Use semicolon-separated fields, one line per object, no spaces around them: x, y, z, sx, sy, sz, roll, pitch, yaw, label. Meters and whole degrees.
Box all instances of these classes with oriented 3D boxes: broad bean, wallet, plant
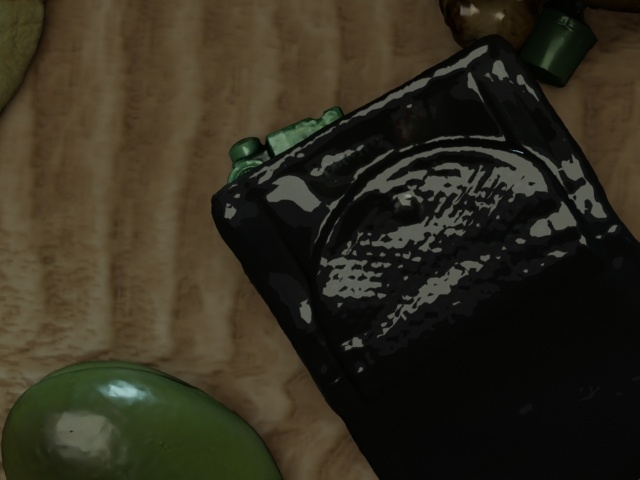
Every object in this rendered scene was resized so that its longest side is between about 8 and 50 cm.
-0.115;0.199;1.400;0.189;0.121;0.263;-27;99;-2;broad bean
0.106;0.047;1.349;0.247;0.041;0.323;-30;101;11;wallet
0.180;-0.162;1.420;0.051;0.051;0.102;26;83;6;plant

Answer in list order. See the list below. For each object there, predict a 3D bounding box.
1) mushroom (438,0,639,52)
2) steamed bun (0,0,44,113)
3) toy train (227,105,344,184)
0.182;-0.308;1.330;0.239;0.345;0.345;-3;84;48;mushroom
-0.284;-0.212;1.438;0.231;0.110;0.212;38;90;4;steamed bun
0.000;0.000;1.416;0.105;0.071;0.178;-24;83;-6;toy train
